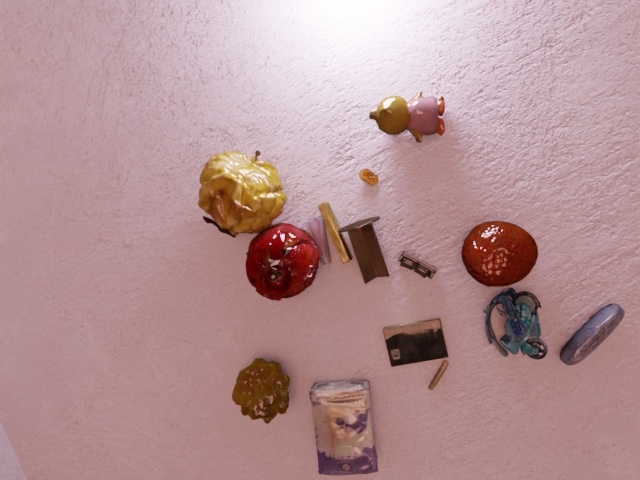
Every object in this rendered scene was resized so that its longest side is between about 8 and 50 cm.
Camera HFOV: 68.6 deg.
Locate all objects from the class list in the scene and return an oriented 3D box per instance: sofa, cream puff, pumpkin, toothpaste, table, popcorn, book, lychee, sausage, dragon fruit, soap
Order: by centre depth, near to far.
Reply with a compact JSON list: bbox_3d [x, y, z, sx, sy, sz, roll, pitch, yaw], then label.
[{"bbox_3d":[0.645,0.039,1.684,0.255,0.255,0.300,29,63,7],"label":"lychee"},{"bbox_3d":[-0.145,0.085,1.798,0.295,0.302,0.296,0,112,0],"label":"dragon fruit"},{"bbox_3d":[0.368,0.097,1.802,0.147,0.085,0.060,29,94,7],"label":"sofa"},{"bbox_3d":[0.182,0.040,1.804,0.167,0.167,0.227,-18,98,10],"label":"table"},{"bbox_3d":[-0.316,-0.160,1.819,0.349,0.349,0.382,34,124,7],"label":"popcorn"},{"bbox_3d":[0.461,0.529,1.834,0.024,0.024,0.132,29,96,7],"label":"sausage"},{"bbox_3d":[0.373,0.402,1.843,0.228,0.024,0.160,-13,91,10],"label":"book"},{"bbox_3d":[0.060,-0.031,1.844,0.037,0.092,0.252,-24,88,14],"label":"soap"},{"bbox_3d":[0.189,-0.249,1.846,0.083,0.028,0.050,35,96,-2],"label":"pumpkin"},{"bbox_3d":[-0.228,0.591,1.863,0.244,0.196,0.244,2,83,-13],"label":"cream puff"},{"bbox_3d":[0.000,0.000,1.885,0.067,0.043,0.195,-15,84,12],"label":"toothpaste"}]

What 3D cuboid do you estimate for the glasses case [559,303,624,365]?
[{"bbox_3d":[0.980,0.341,1.696,0.067,0.109,0.282,40,98,4],"label":"glasses case"}]

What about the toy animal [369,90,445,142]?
[{"bbox_3d":[0.323,-0.462,1.744,0.281,0.169,0.196,1,90,9],"label":"toy animal"}]

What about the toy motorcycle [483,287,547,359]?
[{"bbox_3d":[0.715,0.312,1.731,0.206,0.154,0.260,-8,95,33],"label":"toy motorcycle"}]

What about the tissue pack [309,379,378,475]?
[{"bbox_3d":[0.093,0.733,1.854,0.242,0.125,0.344,-6,89,10],"label":"tissue pack"}]
